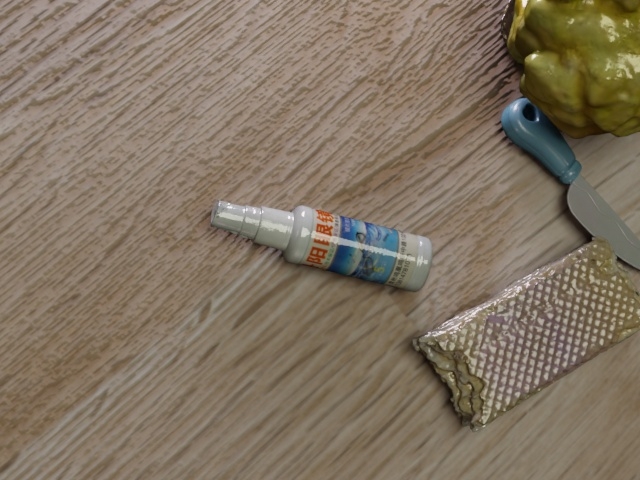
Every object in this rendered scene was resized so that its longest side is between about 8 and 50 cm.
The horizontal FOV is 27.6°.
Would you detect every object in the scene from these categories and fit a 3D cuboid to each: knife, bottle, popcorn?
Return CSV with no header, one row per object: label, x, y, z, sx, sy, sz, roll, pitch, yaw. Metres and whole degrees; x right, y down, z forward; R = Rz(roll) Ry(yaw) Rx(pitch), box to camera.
knife,0.274,-0.047,1.365,0.244,0.032,0.058,51,48,-6
bottle,0.000,0.000,1.265,0.217,0.060,0.060,14,77,-12
popcorn,0.294,-0.248,1.302,0.215,0.252,0.286,-2,75,22

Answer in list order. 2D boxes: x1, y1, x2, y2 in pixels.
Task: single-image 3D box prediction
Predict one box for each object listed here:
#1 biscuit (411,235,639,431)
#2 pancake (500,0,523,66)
biscuit,0.214,0.092,1.310,0.239,0.062,0.108,-28,88,-20
pancake,0.245,-0.226,1.397,0.115,0.011,0.114,3,80,-16
